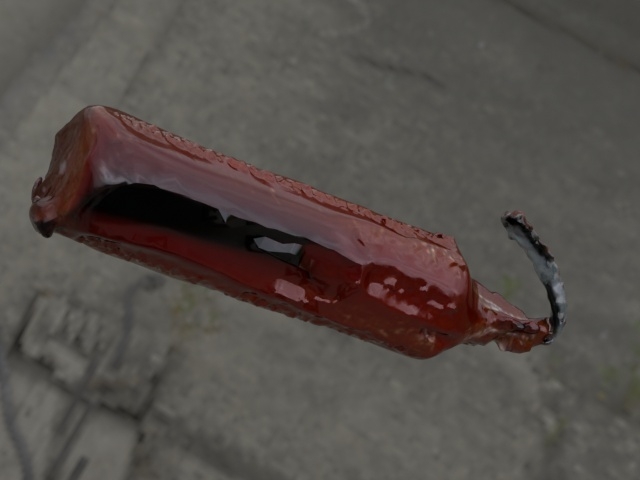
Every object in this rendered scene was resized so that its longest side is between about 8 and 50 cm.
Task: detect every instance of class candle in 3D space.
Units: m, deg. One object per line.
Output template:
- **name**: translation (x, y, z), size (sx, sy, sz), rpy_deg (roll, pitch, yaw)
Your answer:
- **candle**: translation (0.000, 0.000, 0.501), size (0.162, 0.048, 0.053), rpy_deg (19, -19, -25)
